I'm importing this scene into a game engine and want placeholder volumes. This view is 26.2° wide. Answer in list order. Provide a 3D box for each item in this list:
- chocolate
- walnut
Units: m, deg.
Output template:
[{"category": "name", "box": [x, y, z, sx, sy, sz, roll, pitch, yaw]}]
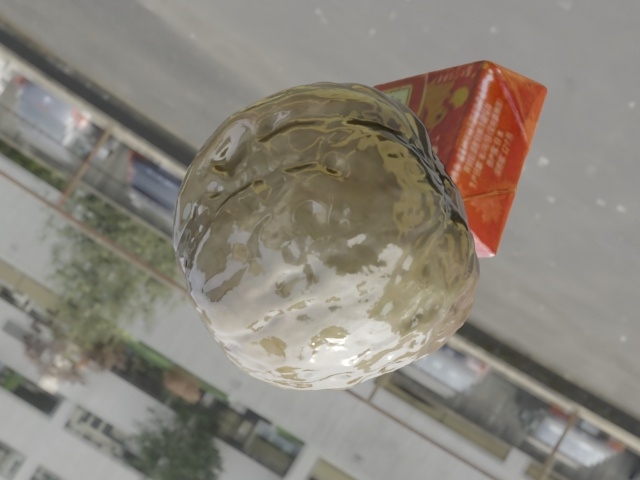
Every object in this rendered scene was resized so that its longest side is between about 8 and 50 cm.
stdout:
[{"category": "chocolate", "box": [0.133, -0.094, 1.667, 0.108, 0.234, 0.237, 34, 157, -34]}, {"category": "walnut", "box": [0.001, 0.001, 1.076, 0.248, 0.248, 0.248, 31, 170, 6]}]
